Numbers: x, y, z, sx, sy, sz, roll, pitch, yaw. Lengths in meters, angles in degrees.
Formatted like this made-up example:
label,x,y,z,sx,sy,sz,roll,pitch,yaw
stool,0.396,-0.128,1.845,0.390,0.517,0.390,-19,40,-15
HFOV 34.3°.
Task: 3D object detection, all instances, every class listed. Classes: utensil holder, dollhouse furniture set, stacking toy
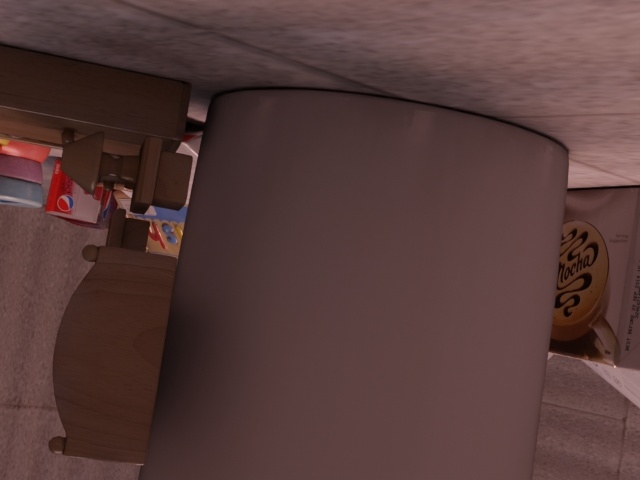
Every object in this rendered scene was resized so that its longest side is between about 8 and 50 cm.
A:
label,x,y,z,sx,sy,sz,roll,pitch,yaw
utensil holder,0.027,0.098,0.848,0.327,0.385,0.327,10,178,0
dollhouse furniture set,-0.219,0.049,0.796,0.174,0.355,0.303,10,170,-14
stacking toy,-0.497,-0.092,1.291,0.279,0.130,0.309,9,177,3

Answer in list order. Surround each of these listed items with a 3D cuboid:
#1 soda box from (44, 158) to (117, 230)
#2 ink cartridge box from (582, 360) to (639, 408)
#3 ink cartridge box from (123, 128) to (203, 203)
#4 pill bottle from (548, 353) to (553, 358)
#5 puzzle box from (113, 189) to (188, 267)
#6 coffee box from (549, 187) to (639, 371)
label,x,y,z,sx,sy,sz,roll,pitch,yaw
soda box,-0.387,-0.072,1.712,0.083,0.092,0.263,11,176,-6
ink cartridge box,0.522,0.168,1.782,0.324,0.071,0.330,45,168,46
ink cartridge box,-0.178,-0.105,1.038,0.189,0.066,0.232,8,156,32
pill bottle,0.295,0.126,2.113,0.229,0.229,0.408,11,177,-28
puzzle box,-0.140,0.035,1.642,0.409,0.272,0.052,6,-142,43
coffee box,0.267,0.039,1.085,0.119,0.168,0.297,10,178,-23
